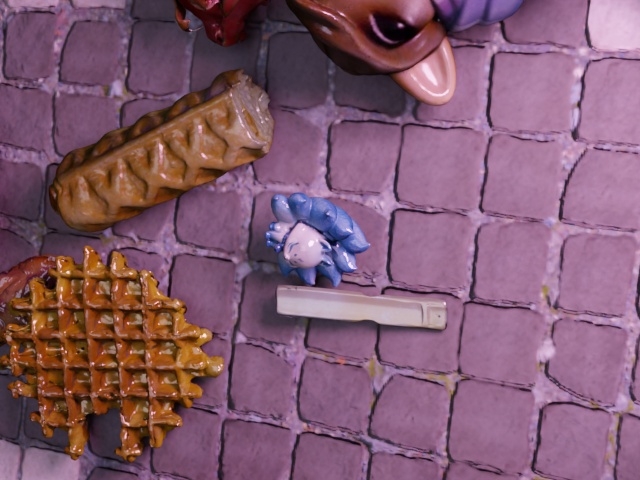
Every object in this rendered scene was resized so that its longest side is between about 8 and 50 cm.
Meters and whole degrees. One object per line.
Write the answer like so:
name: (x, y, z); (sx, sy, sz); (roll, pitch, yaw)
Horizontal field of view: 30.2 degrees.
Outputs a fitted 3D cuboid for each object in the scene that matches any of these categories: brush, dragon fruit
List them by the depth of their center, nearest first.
dragon fruit: (-0.103, -0.284, 1.205); (0.133, 0.136, 0.166); (38, 136, 47)
brush: (0.042, 0.069, 1.214); (0.178, 0.030, 0.033); (5, 87, 10)

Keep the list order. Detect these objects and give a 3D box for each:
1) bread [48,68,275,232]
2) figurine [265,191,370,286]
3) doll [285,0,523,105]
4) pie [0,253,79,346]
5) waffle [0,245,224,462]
bread: (-0.174, -0.088, 1.255); (0.269, 0.087, 0.098); (-23, 87, 21)
figurine: (0.000, 0.000, 1.196); (0.114, 0.079, 0.114); (15, 123, 24)
doll: (0.112, -0.293, 1.074); (0.339, 0.209, 0.318); (-38, 76, 20)
pie: (-0.321, 0.064, 1.345); (0.170, 0.034, 0.092); (-21, 89, 20)
waffle: (-0.238, 0.125, 1.293); (0.228, 0.051, 0.231); (-44, 87, 18)
